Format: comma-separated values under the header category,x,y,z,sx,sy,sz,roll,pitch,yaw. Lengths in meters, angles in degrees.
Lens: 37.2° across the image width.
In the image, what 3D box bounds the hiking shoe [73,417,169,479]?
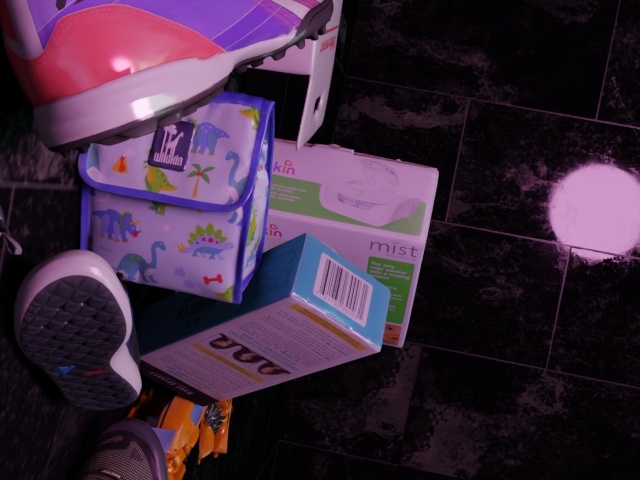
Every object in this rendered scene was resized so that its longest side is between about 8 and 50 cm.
category,x,y,z,sx,sy,sz,roll,pitch,yaw
hiking shoe,-0.174,0.235,0.727,0.114,0.086,0.227,99,5,-59

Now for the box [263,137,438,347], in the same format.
category,x,y,z,sx,sy,sz,roll,pitch,yaw
box,0.000,0.000,1.195,0.231,0.262,0.127,96,7,-53

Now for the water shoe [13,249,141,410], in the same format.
category,x,y,z,sx,sy,sz,roll,pitch,yaw
water shoe,-0.165,0.048,0.648,0.203,0.073,0.080,100,-19,-58

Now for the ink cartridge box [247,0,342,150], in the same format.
category,x,y,z,sx,sy,sz,roll,pitch,yaw
ink cartridge box,-0.037,-0.285,0.963,0.207,0.119,0.354,-64,163,-73

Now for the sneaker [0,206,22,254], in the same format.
category,x,y,z,sx,sy,sz,roll,pitch,yaw
sneaker,-0.166,0.005,0.419,0.038,0.069,0.098,-15,115,-84

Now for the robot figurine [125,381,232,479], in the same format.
category,x,y,z,sx,sy,sz,roll,pitch,yaw
robot figurine,-0.150,0.216,0.973,0.291,0.085,0.211,-70,170,-62

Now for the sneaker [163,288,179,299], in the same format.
category,x,y,z,sx,sy,sz,roll,pitch,yaw
sneaker,-0.113,0.042,1.025,0.237,0.086,0.085,-53,155,-76

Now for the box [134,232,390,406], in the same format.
category,x,y,z,sx,sy,sz,roll,pitch,yaw
box,-0.062,0.076,0.820,0.244,0.100,0.060,-24,-138,43

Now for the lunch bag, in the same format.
category,x,y,z,sx,sy,sz,roll,pitch,yaw
lunch bag,-0.103,-0.042,0.694,0.096,0.128,0.151,-69,170,-66

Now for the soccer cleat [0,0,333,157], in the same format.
category,x,y,z,sx,sy,sz,roll,pitch,yaw
soccer cleat,-0.081,-0.156,0.599,0.318,0.108,0.116,-48,122,-57
